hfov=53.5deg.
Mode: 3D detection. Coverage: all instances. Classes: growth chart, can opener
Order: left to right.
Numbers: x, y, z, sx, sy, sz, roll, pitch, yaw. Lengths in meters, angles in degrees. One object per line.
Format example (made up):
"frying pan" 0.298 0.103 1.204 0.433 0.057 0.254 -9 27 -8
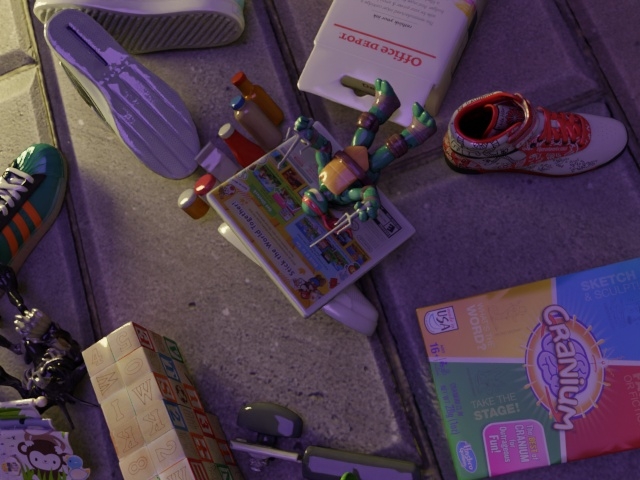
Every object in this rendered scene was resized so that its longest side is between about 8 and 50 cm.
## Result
"growth chart" -0.432 0.341 0.957 0.172 0.021 0.237 -14 99 12
"can opener" 0.004 0.299 0.898 0.281 0.074 0.093 11 78 13

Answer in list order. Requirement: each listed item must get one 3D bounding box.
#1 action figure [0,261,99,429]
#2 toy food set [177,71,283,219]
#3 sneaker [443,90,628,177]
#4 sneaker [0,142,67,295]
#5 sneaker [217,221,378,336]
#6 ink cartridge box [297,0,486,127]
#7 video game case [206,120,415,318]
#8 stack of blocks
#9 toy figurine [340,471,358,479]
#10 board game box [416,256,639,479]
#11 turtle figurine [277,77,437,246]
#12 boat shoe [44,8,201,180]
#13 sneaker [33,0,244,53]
"action figure" -0.463 0.171 0.984 0.164 0.141 0.276 -45 70 -4
"toy food set" -0.149 -0.144 0.992 0.232 0.104 0.111 -49 39 -6
"sneaker" 0.313 -0.153 0.909 0.270 0.145 0.090 -2 76 10
"sneaker" -0.532 -0.036 1.053 0.108 0.121 0.302 23 82 15
"sneaker" 0.000 0.000 0.952 0.293 0.108 0.169 37 89 18
"ink cartridge box" 0.129 -0.338 1.001 0.207 0.119 0.353 23 82 14
"video game case" -0.013 -0.036 0.909 0.206 0.026 0.227 -37 78 -17
"stack of blocks" -0.208 0.276 0.891 0.087 0.171 0.297 -32 62 1
"toy figurine" -0.030 0.380 0.788 0.159 0.173 0.130 -15 100 13
"board game box" 0.314 0.176 0.873 0.317 0.064 0.242 -15 75 7
"turtle figurine" 0.037 -0.103 0.861 0.234 0.118 0.175 -45 77 -3
"boat shoe" -0.320 -0.237 1.068 0.121 0.119 0.335 -39 92 -13
"sneaker" -0.306 -0.423 1.108 0.366 0.135 0.150 3 70 3
